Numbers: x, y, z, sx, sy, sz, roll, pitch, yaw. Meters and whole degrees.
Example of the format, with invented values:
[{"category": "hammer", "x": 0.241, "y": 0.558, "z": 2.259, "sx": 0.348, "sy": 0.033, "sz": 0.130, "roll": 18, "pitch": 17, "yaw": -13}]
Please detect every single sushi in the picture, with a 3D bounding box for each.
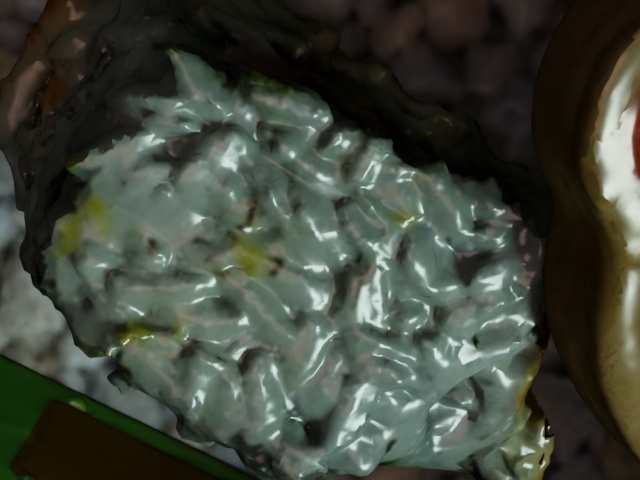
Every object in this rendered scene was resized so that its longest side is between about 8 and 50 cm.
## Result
[{"category": "sushi", "x": 0.000, "y": 0.000, "z": 0.736, "sx": 0.274, "sy": 0.184, "sz": 0.139, "roll": 30, "pitch": 106, "yaw": -6}]

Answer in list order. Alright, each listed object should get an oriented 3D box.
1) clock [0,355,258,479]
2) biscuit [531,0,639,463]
[{"category": "clock", "x": -0.124, "y": 0.210, "z": 0.853, "sx": 0.220, "sy": 0.106, "sz": 0.255, "roll": 27, "pitch": 110, "yaw": -3}, {"category": "biscuit", "x": 0.234, "y": -0.066, "z": 0.686, "sx": 0.359, "sy": 0.074, "sz": 0.381, "roll": 32, "pitch": 97, "yaw": -42}]
